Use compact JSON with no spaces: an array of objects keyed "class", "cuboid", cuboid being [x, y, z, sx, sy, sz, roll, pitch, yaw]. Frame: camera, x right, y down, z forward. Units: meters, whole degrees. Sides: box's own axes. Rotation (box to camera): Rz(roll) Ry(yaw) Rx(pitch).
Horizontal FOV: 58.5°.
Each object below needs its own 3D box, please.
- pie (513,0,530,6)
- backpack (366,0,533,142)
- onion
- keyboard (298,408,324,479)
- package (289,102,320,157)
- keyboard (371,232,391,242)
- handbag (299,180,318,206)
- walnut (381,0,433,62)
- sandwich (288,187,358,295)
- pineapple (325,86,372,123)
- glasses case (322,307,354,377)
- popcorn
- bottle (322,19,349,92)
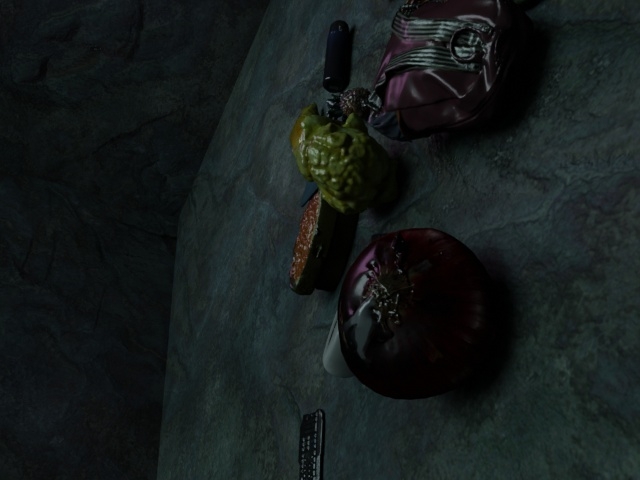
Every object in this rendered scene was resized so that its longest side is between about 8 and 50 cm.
[{"class":"pie","cuboid":[0.381,-0.557,1.013,0.302,0.067,0.302,-43,38,48]},{"class":"backpack","cuboid":[0.226,-0.315,1.031,0.317,0.197,0.283,24,95,66]},{"class":"onion","cuboid":[0.158,0.126,0.927,0.273,0.285,0.273,-12,61,21]},{"class":"keyboard","cuboid":[-0.025,0.515,1.274,0.106,0.016,0.262,-43,37,51]},{"class":"package","cuboid":[-0.040,-0.335,1.800,0.168,0.090,0.226,-62,23,21]},{"class":"keyboard","cuboid":[0.138,0.067,1.142,0.015,0.074,0.196,78,-167,-58]},{"class":"handbag","cuboid":[0.017,-0.188,1.626,0.221,0.057,0.144,-48,26,48]},{"class":"walnut","cuboid":[0.223,-0.467,1.285,0.167,0.087,0.211,-133,64,-72]},{"class":"sandwich","cuboid":[0.001,0.008,1.460,0.212,0.109,0.292,142,142,-64]},{"class":"pineapple","cuboid":[0.080,-0.364,1.552,0.103,0.083,0.221,-71,20,3]},{"class":"glasses case","cuboid":[0.074,0.174,1.186,0.059,0.092,0.233,32,106,67]},{"class":"popcorn","cuboid":[0.062,-0.168,1.276,0.255,0.256,0.195,46,106,19]},{"class":"bottle","cuboid":[0.052,-0.577,1.775,0.082,0.072,0.244,127,151,-59]}]
